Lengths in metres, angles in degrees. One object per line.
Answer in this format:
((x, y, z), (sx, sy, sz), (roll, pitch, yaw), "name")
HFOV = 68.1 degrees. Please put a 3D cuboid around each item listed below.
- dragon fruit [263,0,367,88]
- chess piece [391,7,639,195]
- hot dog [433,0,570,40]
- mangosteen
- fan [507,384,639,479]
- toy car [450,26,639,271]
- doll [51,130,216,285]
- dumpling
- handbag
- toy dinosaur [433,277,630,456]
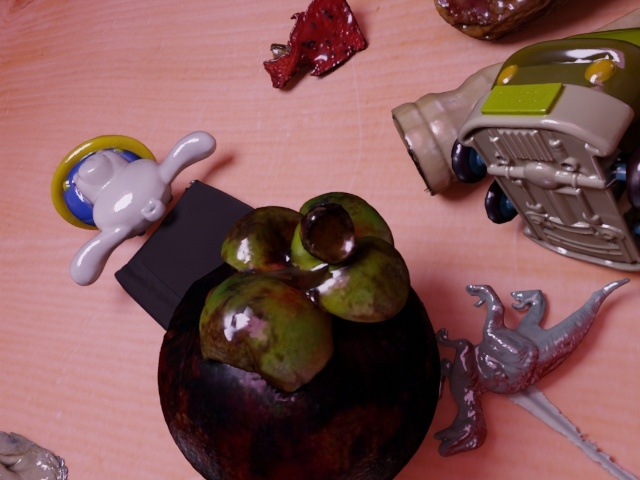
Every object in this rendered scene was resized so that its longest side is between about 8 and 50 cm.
((-0.015, -0.342, 0.850), (0.192, 0.122, 0.092), (-44, 16, 6), "dragon fruit")
((0.243, -0.178, 0.591), (0.300, 0.137, 0.137), (-27, 58, 14), "chess piece")
((0.327, -0.449, 0.648), (0.387, 0.174, 0.267), (-33, 59, 8), "hot dog")
((-0.019, 0.115, 0.485), (0.311, 0.311, 0.311), (-11, 63, 22), "mangosteen")
((0.327, 0.253, 0.401), (0.233, 0.012, 0.414), (-45, 52, -12), "fan")
((0.275, -0.105, 0.472), (0.204, 0.248, 0.198), (21, 74, 53), "toy car")
((-0.329, -0.111, 0.805), (0.311, 0.160, 0.242), (-40, 30, -2), "doll")
((-0.469, 0.401, 0.709), (0.166, 0.086, 0.332), (-46, 60, 4), "dumpling")
((-0.182, 0.034, 0.742), (0.246, 0.080, 0.223), (29, 75, 36), "handbag")
((0.221, 0.119, 0.508), (0.242, 0.053, 0.167), (-19, 61, 13), "toy dinosaur")
